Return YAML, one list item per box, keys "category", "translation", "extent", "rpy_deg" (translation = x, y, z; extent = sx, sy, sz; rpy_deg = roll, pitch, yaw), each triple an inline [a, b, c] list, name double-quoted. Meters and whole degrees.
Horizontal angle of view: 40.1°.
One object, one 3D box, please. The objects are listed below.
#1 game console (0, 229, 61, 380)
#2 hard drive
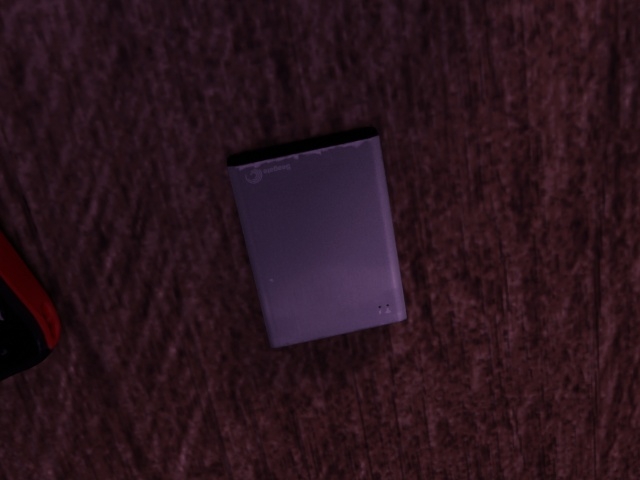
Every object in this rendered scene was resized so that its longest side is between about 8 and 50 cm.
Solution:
- category: "game console"
  translation: [-0.402, 0.012, 0.505]
  extent: [0.387, 0.060, 0.342]
  rpy_deg: [-24, 122, 6]
- category: "hard drive"
  translation: [0.000, 0.000, 0.563]
  extent: [0.094, 0.022, 0.135]
  rpy_deg: [-12, 117, -1]
